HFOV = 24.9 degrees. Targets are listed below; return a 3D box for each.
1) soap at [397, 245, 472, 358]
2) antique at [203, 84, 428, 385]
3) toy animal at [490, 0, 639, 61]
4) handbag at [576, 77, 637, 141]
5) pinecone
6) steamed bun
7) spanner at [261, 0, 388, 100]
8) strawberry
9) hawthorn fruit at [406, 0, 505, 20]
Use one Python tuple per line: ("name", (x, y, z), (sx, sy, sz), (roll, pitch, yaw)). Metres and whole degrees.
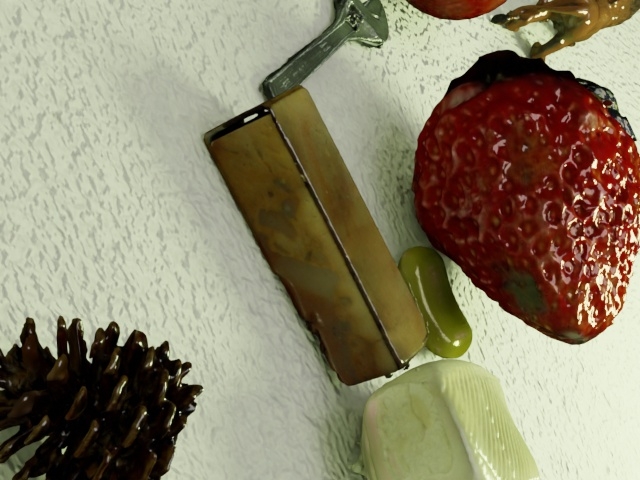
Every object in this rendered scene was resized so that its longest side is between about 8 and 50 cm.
("soap", (0.132, 0.073, 1.701), (0.089, 0.045, 0.140), (-15, 81, -54))
("antique", (0.000, 0.000, 1.513), (0.310, 0.093, 0.087), (62, 33, -7))
("toy animal", (0.400, -0.352, 2.237), (0.312, 0.157, 0.097), (-26, 92, -58))
("handbag", (0.386, -0.134, 2.114), (0.228, 0.126, 0.208), (-2, 73, -46))
("pinecone", (-0.190, 0.131, 1.121), (0.165, 0.163, 0.163), (29, 44, -11))
("steamed bun", (0.121, 0.219, 1.517), (0.238, 0.152, 0.170), (19, 49, -67))
("spanner", (0.007, -0.229, 1.728), (0.093, 0.026, 0.325), (59, 35, -13))
("strawberry", (0.242, -0.037, 1.737), (0.291, 0.291, 0.310), (33, 68, -41))
("hawthorn fruit", (0.200, -0.432, 1.868), (0.265, 0.307, 0.265), (43, 34, -39))
